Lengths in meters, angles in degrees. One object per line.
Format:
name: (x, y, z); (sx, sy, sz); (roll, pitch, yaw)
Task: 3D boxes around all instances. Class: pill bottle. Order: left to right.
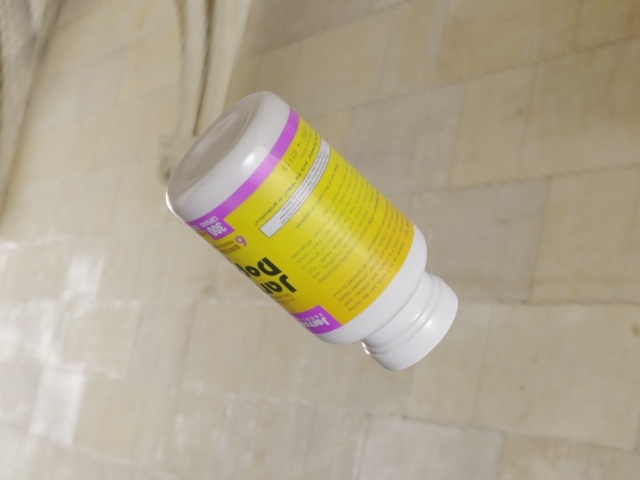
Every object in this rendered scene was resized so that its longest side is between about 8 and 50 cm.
pill bottle: (0.000, 0.000, 0.382); (0.083, 0.043, 0.043); (42, -20, -20)
